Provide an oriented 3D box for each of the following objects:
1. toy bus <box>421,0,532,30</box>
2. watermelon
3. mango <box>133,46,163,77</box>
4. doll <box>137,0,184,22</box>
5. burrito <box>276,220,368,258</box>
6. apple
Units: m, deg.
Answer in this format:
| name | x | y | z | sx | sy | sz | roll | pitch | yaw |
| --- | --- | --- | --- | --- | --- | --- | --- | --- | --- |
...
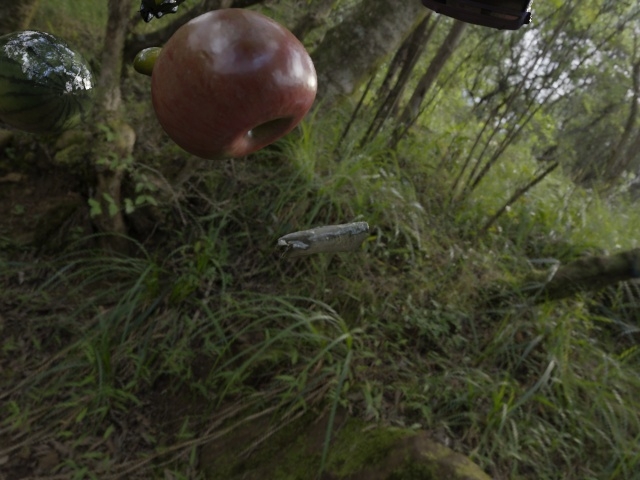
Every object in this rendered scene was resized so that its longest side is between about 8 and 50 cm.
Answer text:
| name | x | y | z | sx | sy | sz | roll | pitch | yaw |
| --- | --- | --- | --- | --- | --- | --- | --- | --- | --- |
| toy bus | 0.338 | -0.594 | 1.006 | 0.209 | 0.440 | 0.249 | 20 | -28 | 11 |
| watermelon | -0.788 | -0.436 | 1.542 | 0.359 | 0.279 | 0.279 | 20 | 3 | 29 |
| mango | -0.564 | -0.643 | 2.103 | 0.289 | 0.146 | 0.129 | 26 | 22 | -53 |
| doll | -0.378 | -0.651 | 1.441 | 0.088 | 0.249 | 0.127 | 47 | -21 | -11 |
| burrito | 0.000 | 0.000 | 1.333 | 0.226 | 0.087 | 0.060 | -8 | 53 | -17 |
| apple | -0.190 | -0.335 | 1.188 | 0.269 | 0.344 | 0.345 | 61 | 14 | 8 |
